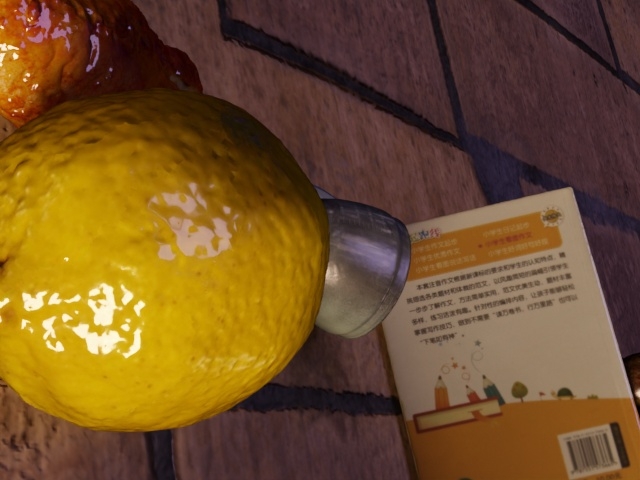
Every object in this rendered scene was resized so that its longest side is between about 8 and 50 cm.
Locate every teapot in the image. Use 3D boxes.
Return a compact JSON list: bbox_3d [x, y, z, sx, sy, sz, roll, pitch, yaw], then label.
[{"bbox_3d":[0.006,-0.002,0.944,0.108,0.111,0.149,27,53,-30],"label":"teapot"}]

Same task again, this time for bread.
[{"bbox_3d":[-0.149,-0.118,0.789,0.269,0.095,0.139,29,55,-52],"label":"bread"}]

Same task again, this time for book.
[{"bbox_3d":[0.169,0.110,1.045,0.020,0.208,0.295,72,6,-73],"label":"book"}]

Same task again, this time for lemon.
[{"bbox_3d":[-0.100,0.011,0.674,0.260,0.204,0.204,-8,77,-58],"label":"lemon"}]

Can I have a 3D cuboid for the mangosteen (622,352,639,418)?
[{"bbox_3d":[0.293,0.200,1.110,0.215,0.257,0.215,30,48,-39],"label":"mangosteen"}]
